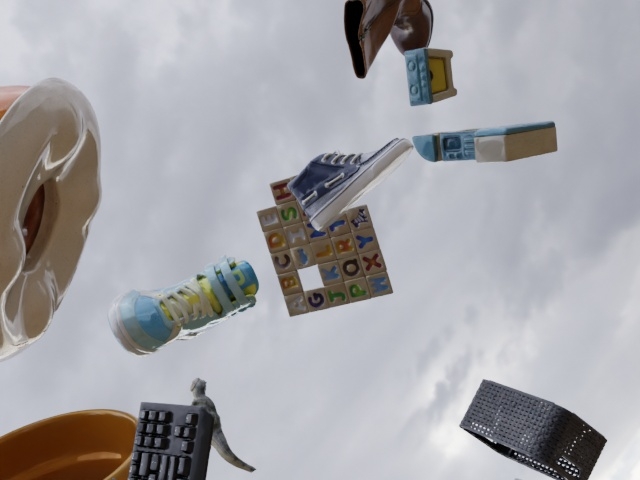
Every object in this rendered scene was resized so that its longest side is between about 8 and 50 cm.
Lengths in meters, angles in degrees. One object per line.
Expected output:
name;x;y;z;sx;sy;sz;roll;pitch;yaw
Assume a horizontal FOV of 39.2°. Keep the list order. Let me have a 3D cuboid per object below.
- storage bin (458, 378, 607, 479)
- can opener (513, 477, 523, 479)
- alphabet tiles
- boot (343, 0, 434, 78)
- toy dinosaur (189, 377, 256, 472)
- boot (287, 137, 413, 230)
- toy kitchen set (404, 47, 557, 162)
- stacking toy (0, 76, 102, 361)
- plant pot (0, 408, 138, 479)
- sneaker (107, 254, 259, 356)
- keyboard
storage bin;0.308;0.281;1.313;0.122;0.180;0.084;37;-104;-30
can opener;0.276;0.410;1.298;0.095;0.076;0.283;-52;-15;-23
alphabet tiles;0.000;0.000;1.534;0.009;0.198;0.237;-33;-73;-67
boot;0.125;-0.375;1.587;0.264;0.096;0.280;85;-158;-46
toy dinosaur;-0.242;0.399;1.851;0.118;0.268;0.064;-39;-36;3
boot;0.037;-0.101;1.265;0.190;0.086;0.069;-40;-10;22
toy kitchen set;0.204;-0.194;1.253;0.122;0.207;0.166;-15;-79;-42
stacking toy;-0.537;-0.072;1.083;0.350;0.479;0.351;15;-90;-88
plant pot;-0.246;0.296;0.872;0.205;0.205;0.188;-24;-71;-34
sneaker;-0.229;0.103;1.606;0.208;0.127;0.319;-29;-5;17
keyboard;-0.128;0.207;0.640;0.023;0.108;0.180;21;-110;-42
